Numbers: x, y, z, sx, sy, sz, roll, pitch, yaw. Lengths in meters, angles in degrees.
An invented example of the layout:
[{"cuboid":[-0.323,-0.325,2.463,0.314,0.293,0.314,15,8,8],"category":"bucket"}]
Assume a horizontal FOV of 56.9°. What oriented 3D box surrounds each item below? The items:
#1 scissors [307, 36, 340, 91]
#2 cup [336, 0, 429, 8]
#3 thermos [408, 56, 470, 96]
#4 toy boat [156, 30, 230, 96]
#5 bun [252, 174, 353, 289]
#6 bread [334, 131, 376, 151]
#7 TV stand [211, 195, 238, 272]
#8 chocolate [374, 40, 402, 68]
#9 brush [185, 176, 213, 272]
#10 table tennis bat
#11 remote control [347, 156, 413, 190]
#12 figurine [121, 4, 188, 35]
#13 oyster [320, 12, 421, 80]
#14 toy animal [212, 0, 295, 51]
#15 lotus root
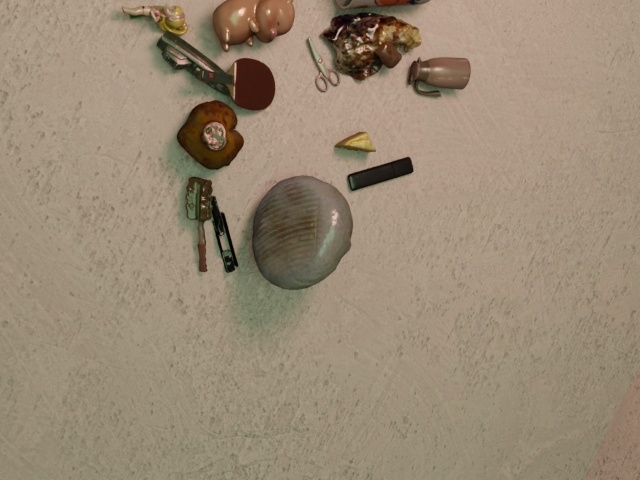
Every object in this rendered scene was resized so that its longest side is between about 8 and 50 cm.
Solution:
[{"cuboid":[0.000,-0.569,1.893,0.086,0.022,0.176,-30,110,-10],"category":"scissors"},{"cuboid":[0.216,-0.837,1.829,0.318,0.212,0.212,-10,102,-19],"category":"cup"},{"cuboid":[0.393,-0.554,2.001,0.193,0.105,0.137,-2,130,-16],"category":"thermos"},{"cuboid":[-0.365,-0.508,1.743,0.261,0.078,0.085,34,67,-23],"category":"toy boat"},{"cuboid":[-0.052,-0.017,1.815,0.211,0.362,0.361,32,87,-53],"category":"bun"},{"cuboid":[0.117,-0.304,1.943,0.109,0.084,0.080,-29,105,-14],"category":"bread"},{"cuboid":[-0.309,-0.021,1.863,0.042,0.036,0.249,-16,103,-15],"category":"TV stand"},{"cuboid":[0.222,-0.591,1.884,0.064,0.031,0.101,-44,139,9],"category":"chocolate"},{"cuboid":[-0.370,-0.044,1.818,0.071,0.084,0.300,-21,118,-54],"category":"brush"},{"cuboid":[-0.242,-0.474,1.770,0.274,0.021,0.154,-2,96,-44],"category":"table tennis bat"},{"cuboid":[0.208,-0.229,2.020,0.245,0.025,0.063,-19,100,-16],"category":"remote control"},{"cuboid":[-0.472,-0.640,1.694,0.188,0.083,0.083,0,99,-26],"category":"figurine"},{"cuboid":[0.162,-0.638,1.902,0.275,0.100,0.271,36,101,-25],"category":"oyster"},{"cuboid":[-0.195,-0.657,1.744,0.250,0.166,0.153,-14,91,-13],"category":"toy animal"},{"cuboid":[-0.309,-0.315,1.745,0.188,0.180,0.199,35,87,-17],"category":"lotus root"}]
